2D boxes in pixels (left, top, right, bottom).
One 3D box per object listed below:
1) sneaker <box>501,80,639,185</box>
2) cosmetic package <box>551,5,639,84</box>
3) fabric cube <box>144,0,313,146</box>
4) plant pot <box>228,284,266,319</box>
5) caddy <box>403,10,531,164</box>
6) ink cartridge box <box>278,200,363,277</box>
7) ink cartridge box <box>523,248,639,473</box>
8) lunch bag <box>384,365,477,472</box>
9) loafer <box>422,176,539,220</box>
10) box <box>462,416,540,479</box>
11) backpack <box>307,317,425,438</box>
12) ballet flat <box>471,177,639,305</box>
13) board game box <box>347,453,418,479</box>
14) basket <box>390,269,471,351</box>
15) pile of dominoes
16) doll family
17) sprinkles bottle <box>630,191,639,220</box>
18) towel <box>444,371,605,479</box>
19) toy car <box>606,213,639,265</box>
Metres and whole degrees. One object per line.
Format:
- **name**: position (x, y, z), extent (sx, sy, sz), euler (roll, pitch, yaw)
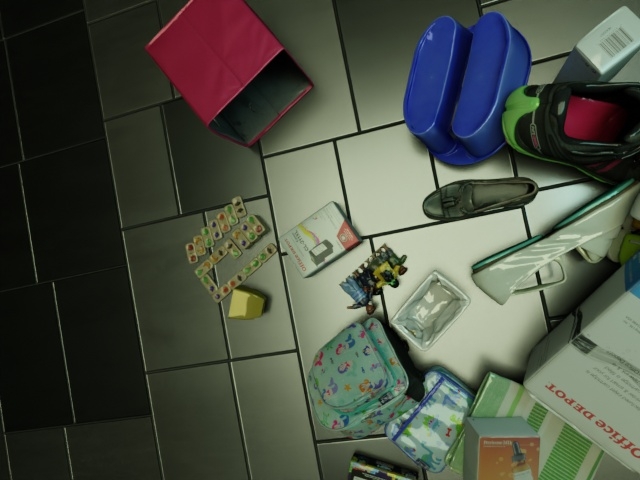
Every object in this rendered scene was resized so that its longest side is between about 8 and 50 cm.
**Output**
- **sneaker**: position (0.615, -0.211, 0.969), extent (0.484, 0.202, 0.185), euler (5, 96, -13)
- **cosmetic package**: position (0.582, -0.376, 1.009), extent (0.117, 0.231, 0.085), euler (-38, 81, 10)
- **fabric cube**: position (-0.218, -0.432, 1.200), extent (0.259, 0.254, 0.258), euler (-42, 81, 11)
- **plant pot**: position (-0.191, 0.170, 1.278), extent (0.084, 0.081, 0.081), euler (11, 92, 2)
- **caddy**: position (0.338, -0.350, 1.104), extent (0.242, 0.179, 0.340), euler (15, 93, 38)
- **ink cartridge box**: position (0.000, 0.000, 1.233), extent (0.175, 0.072, 0.127), euler (-35, 82, 11)
- **ink cartridge box**: position (0.651, 0.228, 0.944), extent (0.286, 0.166, 0.394), euler (38, 124, 12)
- **lunch bag**: position (0.271, 0.427, 1.153), extent (0.176, 0.090, 0.219), euler (40, 97, 14)
- **loafer**: position (0.374, -0.107, 1.134), extent (0.268, 0.084, 0.096), euler (-10, 87, 14)
- **box**: position (0.382, 0.475, 1.019), extent (0.130, 0.091, 0.170), euler (0, 96, -1)
- **backpack**: position (0.087, 0.334, 1.134), extent (0.253, 0.191, 0.225), euler (-42, 43, 17)
- **ballet flat**: position (0.537, 0.019, 1.066), extent (0.400, 0.139, 0.139), euler (-34, 82, 19)
- **board game box**: position (0.148, 0.634, 1.201), extent (0.171, 0.048, 0.140), euler (12, 94, 14)
- **basket**: position (0.264, 0.165, 1.149), extent (0.113, 0.103, 0.167), euler (41, 98, 11)
- **pile of dominoes**: position (-0.259, 0.022, 1.315), extent (0.251, 0.040, 0.196), euler (-41, 80, 10)
- **doll family**: position (0.138, 0.102, 1.201), extent (0.193, 0.076, 0.111), euler (-44, 84, 15)
- **sprinkles bottle**: position (0.691, -0.188, 0.851), extent (0.121, 0.121, 0.354), euler (19, 110, 14)
- **towel**: position (0.476, 0.465, 1.084), extent (0.325, 0.038, 0.247), euler (23, 96, -3)
- **toy car**: position (0.726, -0.004, 1.029), extent (0.136, 0.159, 0.181), euler (19, 94, -23)
